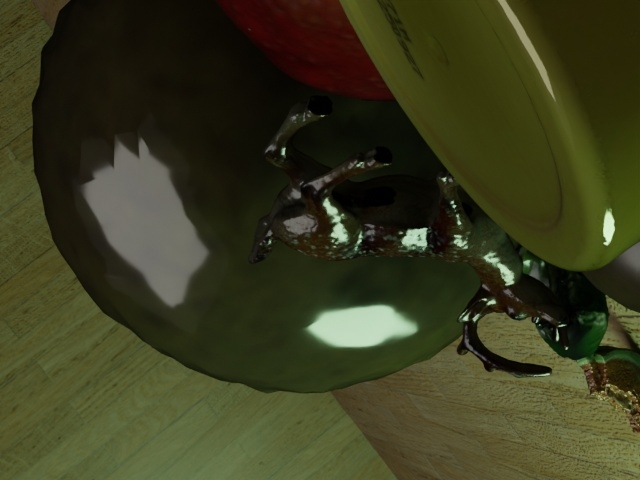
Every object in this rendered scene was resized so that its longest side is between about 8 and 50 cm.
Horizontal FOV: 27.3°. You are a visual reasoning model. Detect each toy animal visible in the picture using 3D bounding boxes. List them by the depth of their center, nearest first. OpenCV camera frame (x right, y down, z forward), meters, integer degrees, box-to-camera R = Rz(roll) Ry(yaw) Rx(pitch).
[{"bbox_3d":[0.076,-0.005,0.919,0.244,0.087,0.260,14,151,4],"label":"toy animal"}]

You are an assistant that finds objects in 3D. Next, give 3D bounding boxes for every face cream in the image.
[{"bbox_3d":[0.118,-0.122,0.532,0.218,0.179,0.218,56,174,9],"label":"face cream"}]

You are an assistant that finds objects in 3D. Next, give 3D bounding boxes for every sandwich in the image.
[{"bbox_3d":[0.315,0.150,1.343,0.135,0.067,0.029,44,147,-15],"label":"sandwich"}]

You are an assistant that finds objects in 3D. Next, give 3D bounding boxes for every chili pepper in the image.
[{"bbox_3d":[0.193,-0.003,1.292,0.264,0.116,0.148,45,178,31],"label":"chili pepper"}]

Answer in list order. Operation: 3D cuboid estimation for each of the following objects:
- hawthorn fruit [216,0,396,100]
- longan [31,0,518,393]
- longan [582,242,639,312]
[{"bbox_3d":[0.056,-0.207,0.837,0.265,0.265,0.307,41,177,42],"label":"hawthorn fruit"},{"bbox_3d":[-0.042,-0.080,1.139,0.404,0.404,0.435,31,141,59],"label":"longan"},{"bbox_3d":[0.241,-0.029,0.871,0.189,0.189,0.189,49,168,14],"label":"longan"}]
